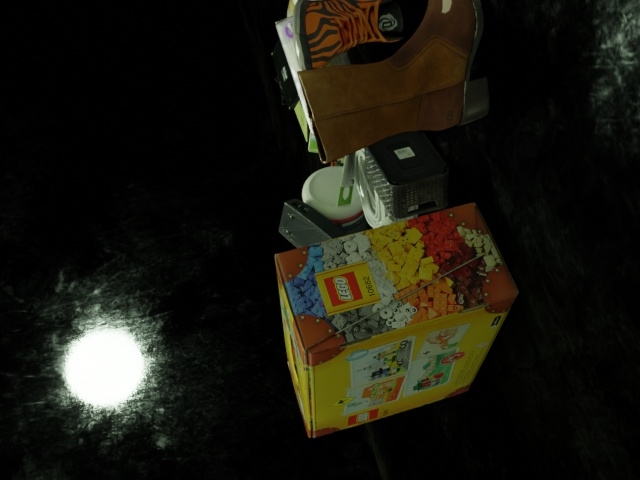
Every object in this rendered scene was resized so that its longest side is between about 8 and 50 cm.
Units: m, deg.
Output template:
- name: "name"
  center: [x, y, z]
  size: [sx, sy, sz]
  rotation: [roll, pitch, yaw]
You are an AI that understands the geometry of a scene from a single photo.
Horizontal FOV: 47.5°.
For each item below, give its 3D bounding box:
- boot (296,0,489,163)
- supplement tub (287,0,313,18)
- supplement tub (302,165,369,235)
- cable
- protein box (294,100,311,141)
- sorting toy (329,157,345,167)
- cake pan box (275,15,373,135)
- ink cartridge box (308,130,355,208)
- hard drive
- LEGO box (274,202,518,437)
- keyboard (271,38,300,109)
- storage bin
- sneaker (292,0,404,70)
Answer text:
- name: "boot"
  center: [0.098, -0.274, 1.086]
  size: [0.096, 0.280, 0.264]
  rotation: [-121, 18, -62]
- name: "supplement tub"
  center: [-0.002, -0.568, 1.728]
  size: [0.200, 0.144, 0.144]
  rotation: [133, 122, -81]
- name: "supplement tub"
  center: [0.048, -0.064, 2.121]
  size: [0.272, 0.191, 0.191]
  rotation: [85, 167, -51]
- name: "cable"
  center: [0.146, -0.137, 1.701]
  size: [0.257, 0.089, 0.257]
  rotation: [103, 152, -75]
- name: "protein box"
  center: [-0.004, -0.424, 2.027]
  size: [0.201, 0.135, 0.200]
  rotation: [91, 161, -61]
- name: "sorting toy"
  center: [0.057, -0.239, 2.263]
  size: [0.132, 0.046, 0.275]
  rotation: [-124, 20, -67]
- name: "cake pan box"
  center: [0.032, -0.367, 1.583]
  size: [0.267, 0.070, 0.246]
  rotation: [-24, -80, -56]
- name: "ink cartridge box"
  center: [0.034, -0.216, 1.810]
  size: [0.189, 0.097, 0.255]
  rotation: [-22, -60, -77]
- name: "hard drive"
  center: [0.000, 0.000, 2.007]
  size: [0.254, 0.054, 0.172]
  rotation: [39, 151, 13]
- name: "LEGO box"
  center: [0.124, 0.179, 1.408]
  size: [0.500, 0.372, 0.193]
  rotation: [90, 163, -60]
- name: "keyboard"
  center: [-0.088, -0.452, 1.996]
  size: [0.100, 0.038, 0.192]
  rotation: [-42, 60, 54]
- name: "storage bin"
  center: [0.167, -0.137, 1.428]
  size: [0.180, 0.122, 0.084]
  rotation: [-114, 12, -47]
- name: "sneaker"
  center: [0.060, -0.409, 1.365]
  size: [0.321, 0.180, 0.125]
  rotation: [-66, -29, -55]
